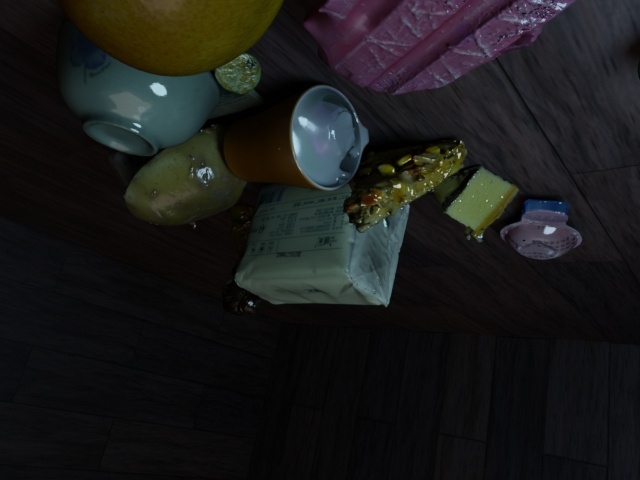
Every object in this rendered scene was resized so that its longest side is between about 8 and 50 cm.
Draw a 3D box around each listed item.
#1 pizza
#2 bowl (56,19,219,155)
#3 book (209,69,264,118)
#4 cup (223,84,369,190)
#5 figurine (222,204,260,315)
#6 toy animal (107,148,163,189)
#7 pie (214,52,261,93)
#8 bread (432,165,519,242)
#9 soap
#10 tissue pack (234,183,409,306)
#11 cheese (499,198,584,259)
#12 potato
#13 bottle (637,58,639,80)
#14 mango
[{"bbox_3d":[0.106,-0.119,0.994,0.251,0.287,0.074,10,127,54],"label":"pizza"},{"bbox_3d":[-0.336,-0.243,0.921,0.288,0.146,0.289,12,164,3],"label":"bowl"},{"bbox_3d":[-0.266,-0.310,0.947,0.214,0.025,0.282,-3,158,40],"label":"book"},{"bbox_3d":[-0.043,-0.186,0.993,0.263,0.183,0.226,3,-168,45],"label":"cup"},{"bbox_3d":[-0.225,0.073,1.580,0.167,0.316,0.187,4,160,20],"label":"figurine"},{"bbox_3d":[-0.400,-0.158,1.281,0.266,0.188,0.308,38,161,26],"label":"toy animal"},{"bbox_3d":[-0.142,-0.289,0.899,0.085,0.017,0.085,-9,147,-6],"label":"pie"},{"bbox_3d":[0.334,-0.099,1.132,0.147,0.127,0.152,26,124,-31],"label":"bread"},{"bbox_3d":[0.121,-0.288,0.607,0.220,0.128,0.324,22,160,-25],"label":"soap"},{"bbox_3d":[0.000,0.000,1.263,0.380,0.298,0.207,-3,154,41],"label":"tissue pack"},{"bbox_3d":[0.519,-0.023,1.219,0.188,0.074,0.286,4,156,22],"label":"cheese"},{"bbox_3d":[-0.258,-0.108,1.116,0.116,0.298,0.239,53,166,20],"label":"potato"},{"bbox_3d":[0.479,-0.257,0.525,0.093,0.093,0.330,14,161,-7],"label":"bottle"},{"bbox_3d":[-0.136,-0.327,0.528,0.263,0.221,0.377,30,145,-31],"label":"mango"}]
